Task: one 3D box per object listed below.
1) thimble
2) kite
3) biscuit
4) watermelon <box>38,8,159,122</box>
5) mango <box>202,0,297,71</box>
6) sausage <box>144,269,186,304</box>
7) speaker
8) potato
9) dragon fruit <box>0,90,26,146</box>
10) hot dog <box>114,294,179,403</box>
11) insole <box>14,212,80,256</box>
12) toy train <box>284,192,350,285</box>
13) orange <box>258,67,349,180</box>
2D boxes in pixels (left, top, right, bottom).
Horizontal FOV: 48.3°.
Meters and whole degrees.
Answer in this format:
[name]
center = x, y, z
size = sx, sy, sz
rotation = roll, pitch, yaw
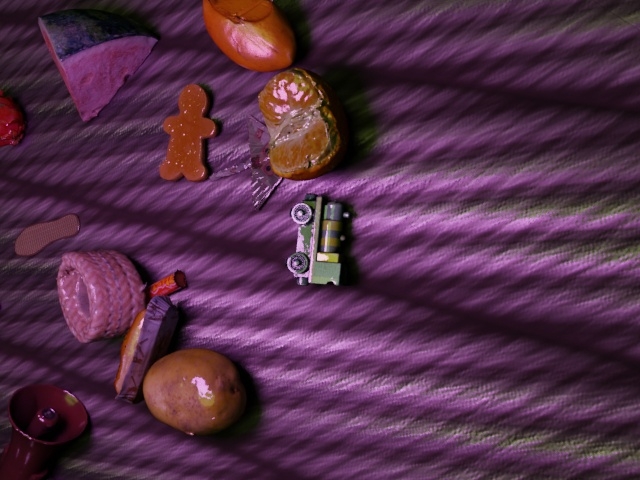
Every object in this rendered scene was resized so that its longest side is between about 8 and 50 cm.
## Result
[thimble]
center = -0.526, 0.131, 1.717
size = 0.229, 0.148, 0.195
rotation = 40, 120, 39
[kite]
center = -0.159, -0.178, 1.650
size = 0.250, 0.012, 0.229
rotation = -12, 77, 26
[biscuit]
center = -0.313, -0.256, 1.721
size = 0.158, 0.035, 0.240
rotation = 11, 91, 25
[watermelon]
center = -0.608, -0.455, 1.772
size = 0.283, 0.250, 0.292
rotation = 25, 95, 31
[mango]
center = -0.152, -0.468, 1.608
size = 0.252, 0.126, 0.153
rotation = 39, 92, 17
[sausage]
center = -0.391, 0.119, 1.727
size = 0.145, 0.048, 0.050
rotation = -26, 78, 26
[speaker]
center = -0.698, 0.560, 1.822
size = 0.259, 0.198, 0.329
rotation = 19, 114, -12
[potato]
center = -0.276, 0.337, 1.592
size = 0.229, 0.149, 0.197
rotation = -22, 63, 22
[dragon fruit]
center = -0.888, -0.338, 1.965
size = 0.136, 0.133, 0.165
rotation = -22, 78, 31
[hot dog]
center = -0.409, 0.255, 1.657
size = 0.082, 0.162, 0.270
rotation = 23, 97, 11
[insole]
center = -0.746, -0.017, 1.938
size = 0.253, 0.005, 0.086
rotation = -19, 78, 24
[toy train]
center = 0.000, 0.000, 1.523
size = 0.132, 0.083, 0.200
rotation = 4, 88, 16
[orange]
center = -0.032, -0.237, 1.507
size = 0.179, 0.158, 0.237
rotation = -24, 75, 27
